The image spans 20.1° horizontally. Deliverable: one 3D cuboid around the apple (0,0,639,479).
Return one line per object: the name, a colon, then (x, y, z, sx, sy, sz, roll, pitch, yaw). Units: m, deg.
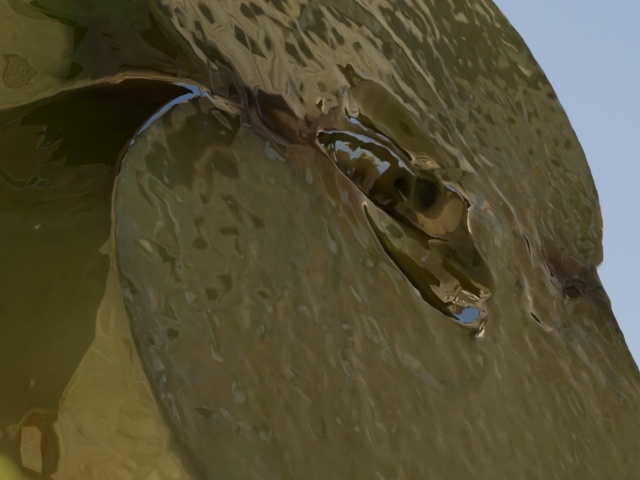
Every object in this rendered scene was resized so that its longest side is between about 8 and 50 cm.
apple: (0.000, 0.000, 0.636, 0.311, 0.360, 0.320, 25, -92, 37)
